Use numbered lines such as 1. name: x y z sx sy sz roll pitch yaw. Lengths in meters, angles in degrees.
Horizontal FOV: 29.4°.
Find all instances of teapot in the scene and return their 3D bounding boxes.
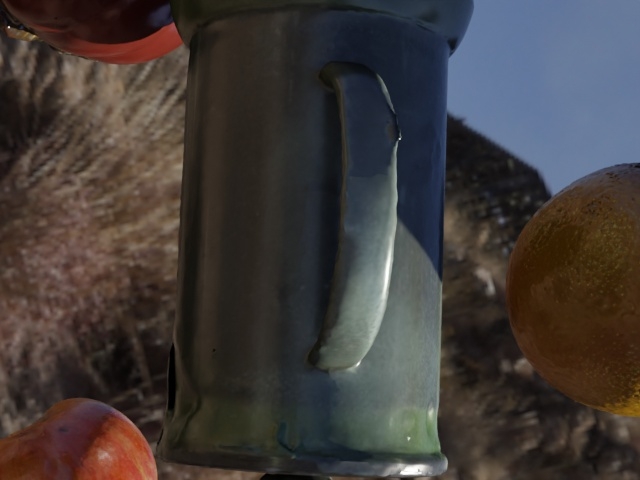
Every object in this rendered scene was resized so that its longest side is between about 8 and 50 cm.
1. teapot: 0.000 0.000 0.747 0.270 0.200 0.336 154 -61 -75

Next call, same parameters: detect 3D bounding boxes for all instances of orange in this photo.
1. orange: 0.335 0.051 1.311 0.274 0.274 0.274 166 -90 -87

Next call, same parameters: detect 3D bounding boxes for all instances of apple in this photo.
1. apple: -0.292 0.272 1.360 0.164 0.209 0.209 59 -1 -8

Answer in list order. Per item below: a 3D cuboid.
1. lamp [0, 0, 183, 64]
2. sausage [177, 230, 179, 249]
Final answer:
1. lamp: -0.175 -0.234 0.902 0.227 0.227 0.226 166 -90 -87
2. sausage: -0.030 0.055 1.554 0.287 0.233 0.233 69 4 -54
